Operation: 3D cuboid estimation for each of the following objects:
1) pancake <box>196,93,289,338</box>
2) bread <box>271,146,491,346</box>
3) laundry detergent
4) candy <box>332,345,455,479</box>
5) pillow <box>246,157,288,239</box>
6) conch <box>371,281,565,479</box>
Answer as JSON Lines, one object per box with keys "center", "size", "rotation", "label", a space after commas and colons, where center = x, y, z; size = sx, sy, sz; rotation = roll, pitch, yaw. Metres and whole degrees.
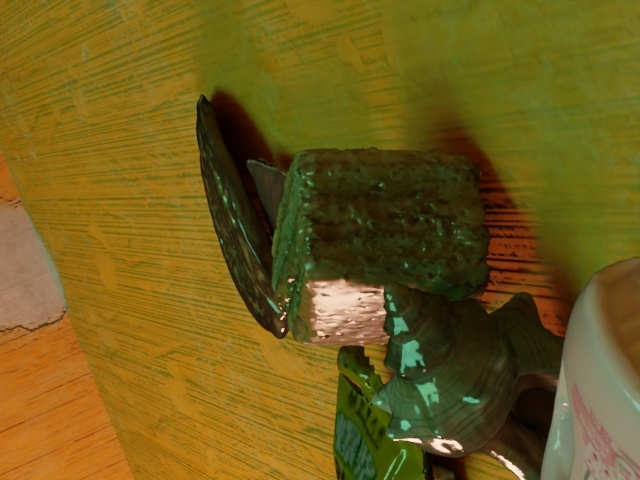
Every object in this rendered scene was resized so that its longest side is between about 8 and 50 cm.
{"center": [-0.081, -0.018, 1.636], "size": [0.250, 0.031, 0.250], "rotation": [160, 90, -82], "label": "pancake"}
{"center": [0.039, 0.014, 1.183], "size": [0.196, 0.138, 0.102], "rotation": [111, 158, -66], "label": "bread"}
{"center": [0.188, 0.153, 1.017], "size": [0.335, 0.088, 0.159], "rotation": [92, 154, -55], "label": "laundry detergent"}
{"center": [0.074, 0.238, 1.465], "size": [0.187, 0.081, 0.297], "rotation": [45, 153, 53], "label": "candy"}
{"center": [0.000, 0.000, 1.448], "size": [0.232, 0.043, 0.126], "rotation": [28, 139, 65], "label": "pillow"}
{"center": [0.115, 0.085, 1.107], "size": [0.137, 0.234, 0.114], "rotation": [-45, 45, 29], "label": "conch"}
